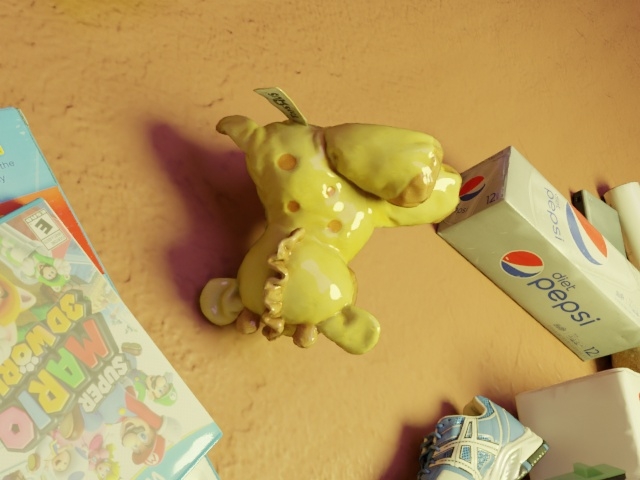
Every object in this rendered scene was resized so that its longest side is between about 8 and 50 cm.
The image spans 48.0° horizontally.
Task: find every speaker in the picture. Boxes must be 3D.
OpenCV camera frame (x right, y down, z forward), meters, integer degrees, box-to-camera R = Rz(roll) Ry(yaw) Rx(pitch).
[{"bbox_3d":[0.481,-0.017,1.095,0.055,0.055,0.136,-1,69,-44],"label":"speaker"}]

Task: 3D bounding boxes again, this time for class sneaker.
[{"bbox_3d":[0.110,0.206,0.619,0.211,0.080,0.081,-19,58,-46],"label":"sneaker"}]

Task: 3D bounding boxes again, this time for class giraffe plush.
[{"bbox_3d":[0.000,0.000,0.565,0.210,0.181,0.170,20,77,-48],"label":"giraffe plush"}]

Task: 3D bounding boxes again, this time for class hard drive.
[{"bbox_3d":[0.406,0.003,1.035,0.094,0.022,0.135,24,54,-33],"label":"hard drive"}]

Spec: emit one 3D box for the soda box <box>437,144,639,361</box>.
[{"bbox_3d":[0.270,0.023,0.840,0.286,0.098,0.091,38,47,-22],"label":"soda box"}]

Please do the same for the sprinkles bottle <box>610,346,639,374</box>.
[{"bbox_3d":[0.427,0.273,0.837,0.121,0.121,0.355,21,55,-35],"label":"sprinkles bottle"}]

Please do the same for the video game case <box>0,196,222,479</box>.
[{"bbox_3d":[-0.135,0.072,0.358,0.166,0.015,0.119,55,42,-7],"label":"video game case"}]

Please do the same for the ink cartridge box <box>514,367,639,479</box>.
[{"bbox_3d":[0.304,0.284,0.697,0.201,0.117,0.278,25,52,-46],"label":"ink cartridge box"}]

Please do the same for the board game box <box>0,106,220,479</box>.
[{"bbox_3d":[-0.220,0.114,0.330,0.308,0.086,0.301,-27,88,-48],"label":"board game box"}]
